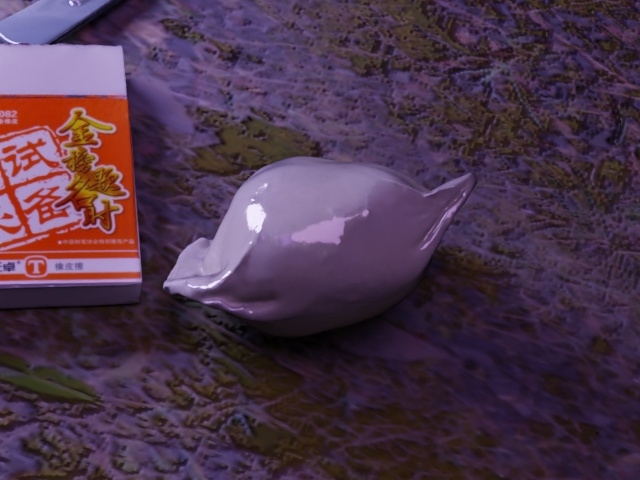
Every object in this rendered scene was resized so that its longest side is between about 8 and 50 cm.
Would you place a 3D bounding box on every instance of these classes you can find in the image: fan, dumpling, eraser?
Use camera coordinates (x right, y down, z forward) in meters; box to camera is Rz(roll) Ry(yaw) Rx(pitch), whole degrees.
[{"bbox_3d":[-0.166,-0.239,1.356,0.057,0.023,0.282,29,54,32],"label":"fan"},{"bbox_3d":[0.000,0.000,1.175,0.250,0.162,0.132,-18,99,-8],"label":"dumpling"},{"bbox_3d":[-0.226,-0.055,1.219,0.157,0.038,0.230,-2,59,-11],"label":"eraser"}]
